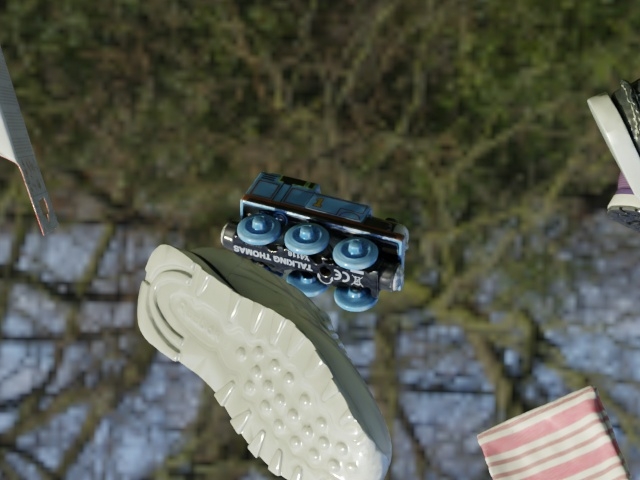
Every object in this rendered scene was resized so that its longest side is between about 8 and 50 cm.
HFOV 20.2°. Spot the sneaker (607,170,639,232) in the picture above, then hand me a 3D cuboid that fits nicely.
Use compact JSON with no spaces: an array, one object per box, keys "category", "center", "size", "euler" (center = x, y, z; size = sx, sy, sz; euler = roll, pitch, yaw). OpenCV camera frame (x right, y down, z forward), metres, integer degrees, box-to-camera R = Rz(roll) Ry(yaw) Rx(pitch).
[{"category":"sneaker","center":[0.431,-0.043,1.931],"size":[0.283,0.124,0.107],"euler":[25,168,-41]}]

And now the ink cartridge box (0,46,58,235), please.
[{"category":"ink cartridge box","center":[-0.346,-0.115,1.913],"size":[0.066,0.232,0.189],"euler":[-14,-176,-2]}]

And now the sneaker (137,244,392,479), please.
[{"category":"sneaker","center":[-0.019,0.074,1.137],"size":[0.095,0.090,0.235],"euler":[5,-150,-44]}]

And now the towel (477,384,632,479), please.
[{"category":"towel","center":[0.255,0.260,1.895],"size":[0.144,0.197,0.029],"euler":[-26,148,16]}]

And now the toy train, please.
[{"category":"toy train","center":[0.000,0.000,1.712],"size":[0.184,0.080,0.105],"euler":[14,-137,18]}]

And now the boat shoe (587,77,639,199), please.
[{"category":"boat shoe","center":[0.346,-0.039,1.685],"size":[0.091,0.114,0.302],"euler":[-27,136,10]}]
